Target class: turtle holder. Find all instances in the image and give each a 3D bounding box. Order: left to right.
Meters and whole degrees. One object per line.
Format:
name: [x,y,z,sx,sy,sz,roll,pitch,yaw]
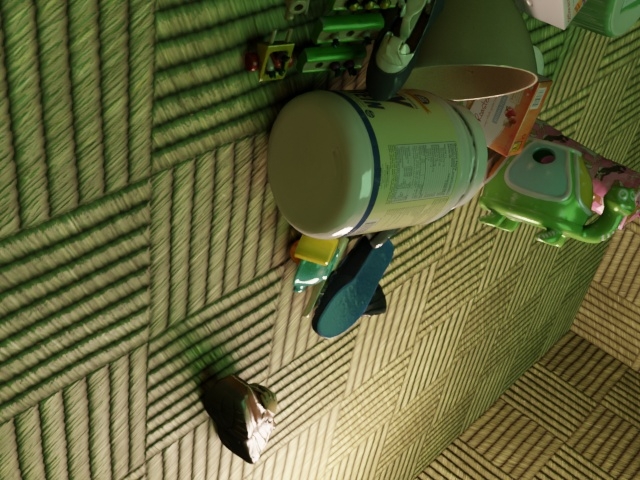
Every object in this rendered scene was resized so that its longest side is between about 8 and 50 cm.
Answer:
turtle holder: [0.538,-0.108,1.928,0.243,0.320,0.227,14,96,-45]

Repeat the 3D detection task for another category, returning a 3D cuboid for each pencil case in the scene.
pencil case: [0.643,-0.174,2.090,0.167,0.386,0.160,-33,146,-40]

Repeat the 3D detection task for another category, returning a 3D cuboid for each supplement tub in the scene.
supplement tub: [0.100,-0.134,1.381,0.325,0.235,0.235,-10,129,-40]

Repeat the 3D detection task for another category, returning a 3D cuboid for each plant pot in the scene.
plant pot: [0.222,-0.357,1.401,0.284,0.284,0.191,2,87,-58]

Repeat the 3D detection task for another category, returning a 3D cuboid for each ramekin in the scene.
ramekin: [0.685,-0.625,1.927,0.303,0.148,0.303,-38,148,-30]

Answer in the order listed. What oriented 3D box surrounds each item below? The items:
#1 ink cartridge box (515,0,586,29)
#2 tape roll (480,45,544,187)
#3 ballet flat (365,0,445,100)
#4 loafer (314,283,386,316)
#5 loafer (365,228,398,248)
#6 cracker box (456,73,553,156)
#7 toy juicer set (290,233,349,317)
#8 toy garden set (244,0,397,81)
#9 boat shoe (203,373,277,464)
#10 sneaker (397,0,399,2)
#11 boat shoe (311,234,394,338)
ink cartridge box: [0.504,-0.562,1.733,0.176,0.127,0.128,-52,153,-5]
tape roll: [0.375,-0.278,1.894,0.392,0.072,0.392,-38,147,-30]
ballet flat: [0.124,-0.309,1.248,0.203,0.074,0.074,-61,153,-3]
loafer: [0.066,0.140,1.866,0.223,0.076,0.078,-7,89,-48]
loafer: [0.151,-0.066,1.750,0.096,0.084,0.267,-45,177,28]
cracker box: [0.311,-0.285,1.609,0.067,0.232,0.155,-16,133,-49]
toy juicer set: [0.000,0.000,1.602,0.329,0.089,0.209,102,14,-65]
toy garden set: [0.016,-0.310,1.174,0.204,0.049,0.244,-11,155,-28]
boat shoe: [-0.153,0.344,1.691,0.120,0.122,0.324,-48,160,-26]
sneaker: [0.070,-0.448,1.189,0.292,0.108,0.169,-6,128,-54]
boat shoe: [0.063,0.099,1.764,0.258,0.089,0.109,-49,125,-20]
